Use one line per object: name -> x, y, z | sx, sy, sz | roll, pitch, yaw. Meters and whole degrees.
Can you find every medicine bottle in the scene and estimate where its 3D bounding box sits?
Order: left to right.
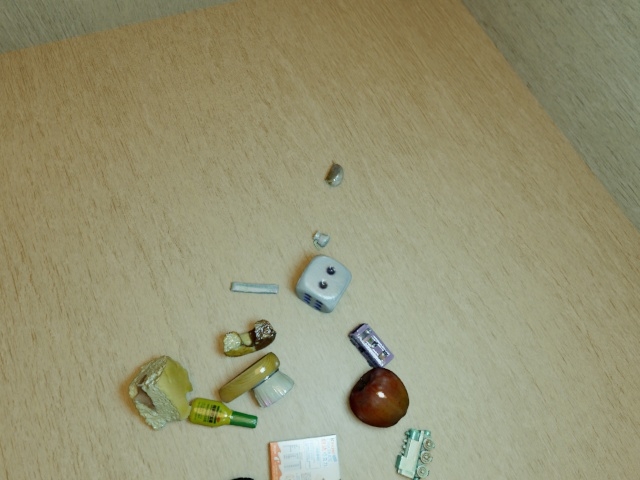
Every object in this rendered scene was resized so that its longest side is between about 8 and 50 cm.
medicine bottle -> -0.373, 0.679, 1.651 | 0.260, 0.064, 0.095 | 13, 67, -4

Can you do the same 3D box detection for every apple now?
apple -> 0.237, 0.617, 1.682 | 0.233, 0.234, 0.234 | 3, 67, -7

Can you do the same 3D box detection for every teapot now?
teapot -> 0.000, 0.000, 1.989 | 0.064, 0.064, 0.083 | 33, 99, 14

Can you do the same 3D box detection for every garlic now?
garlic -> 0.078, -0.337, 2.129 | 0.084, 0.066, 0.152 | 21, 69, 3

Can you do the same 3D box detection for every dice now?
dice -> 0.012, 0.187, 1.838 | 0.194, 0.193, 0.192 | 33, 66, 4

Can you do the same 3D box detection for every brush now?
brush -> -0.250, 0.572, 1.665 | 0.266, 0.174, 0.166 | -32, 85, -10

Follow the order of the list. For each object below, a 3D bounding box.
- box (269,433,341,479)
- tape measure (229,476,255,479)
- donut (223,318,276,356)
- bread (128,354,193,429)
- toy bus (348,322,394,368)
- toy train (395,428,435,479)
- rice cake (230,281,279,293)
box -> -0.054, 0.895, 1.615 | 0.264, 0.048, 0.274 | -2, 68, -7
tape measure -> -0.284, 0.981, 1.494 | 0.253, 0.114, 0.261 | -25, 70, -5
donut -> -0.292, 0.402, 1.740 | 0.217, 0.141, 0.085 | -17, 61, -15
bread -> -0.595, 0.559, 1.636 | 0.183, 0.224, 0.211 | -20, 26, 13
toy bus -> 0.213, 0.446, 1.804 | 0.096, 0.108, 0.199 | -36, 77, -20
toy train -> 0.376, 0.840, 1.685 | 0.125, 0.081, 0.194 | 19, 68, 5
rice cake -> -0.288, 0.210, 1.871 | 0.210, 0.034, 0.043 | 4, 64, -6
